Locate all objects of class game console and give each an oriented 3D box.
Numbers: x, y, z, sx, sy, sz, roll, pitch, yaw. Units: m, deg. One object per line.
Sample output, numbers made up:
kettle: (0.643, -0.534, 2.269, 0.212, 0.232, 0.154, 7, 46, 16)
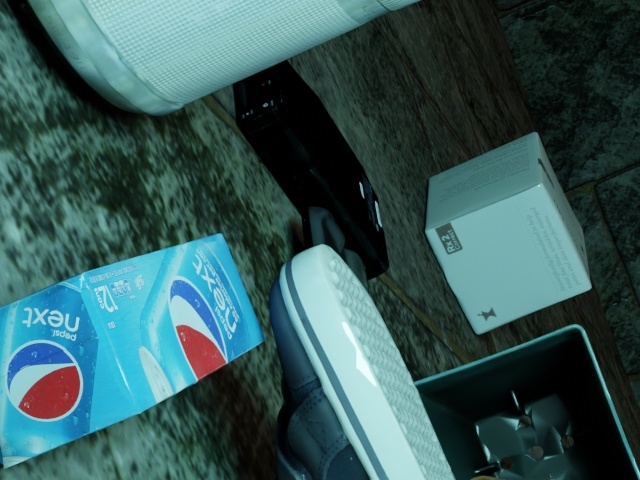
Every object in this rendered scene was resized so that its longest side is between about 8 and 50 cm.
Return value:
game console: (0.000, 0.000, 1.259, 0.213, 0.044, 0.361, 53, 19, -40)

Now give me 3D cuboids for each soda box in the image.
soda box: (-0.095, 0.047, 0.761, 0.067, 0.071, 0.210, 67, 14, 0)

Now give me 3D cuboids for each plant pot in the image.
plant pot: (0.198, 0.195, 1.459, 0.234, 0.166, 0.165, 43, 27, -75)

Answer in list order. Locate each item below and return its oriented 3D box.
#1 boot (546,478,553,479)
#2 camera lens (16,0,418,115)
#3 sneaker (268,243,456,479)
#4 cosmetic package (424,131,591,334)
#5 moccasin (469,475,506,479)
boot: (0.337, 0.307, 1.643, 0.203, 0.262, 0.095, 13, 89, -71)
camera lens: (-0.047, -0.215, 0.925, 0.219, 0.274, 0.219, 60, 16, -28)
sneaker: (0.021, 0.163, 0.893, 0.126, 0.127, 0.321, -82, 148, -71)
cosmetic package: (0.224, -0.011, 1.880, 0.151, 0.151, 0.183, 61, 15, -19)
moccasin: (0.137, 0.273, 1.141, 0.147, 0.139, 0.380, 63, 15, -9)
